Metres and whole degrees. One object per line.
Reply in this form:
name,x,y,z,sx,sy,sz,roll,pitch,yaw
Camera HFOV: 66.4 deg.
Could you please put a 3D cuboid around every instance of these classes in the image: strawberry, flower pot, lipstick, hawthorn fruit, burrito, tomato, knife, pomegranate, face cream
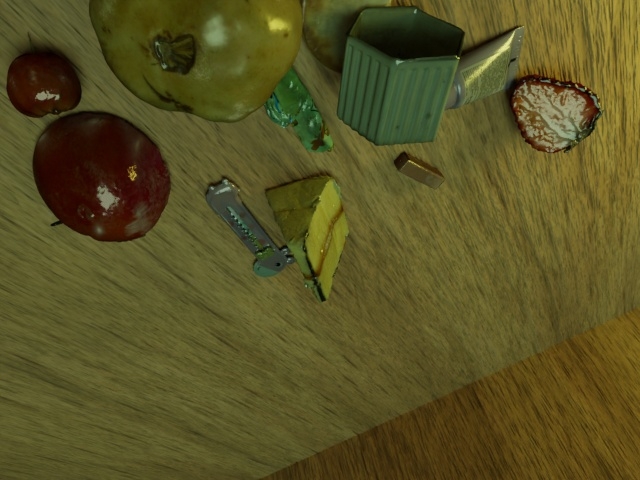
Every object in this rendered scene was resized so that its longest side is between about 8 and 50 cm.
strawberry,0.576,-0.339,1.230,0.236,0.111,0.190,33,131,-14
flower pot,0.152,-0.322,0.959,0.209,0.239,0.189,14,138,8
lipstick,0.266,-0.186,1.312,0.145,0.045,0.045,19,125,-33
hawthorn fruit,-0.507,-0.286,0.893,0.125,0.125,0.140,-7,138,-12
burrito,-0.063,-0.290,1.092,0.104,0.054,0.288,-24,138,10
tomato,-0.465,-0.105,1.057,0.309,0.170,0.309,-10,138,-9
knife,-0.193,-0.017,1.338,0.132,0.038,0.398,-27,136,5
pomegranate,-0.190,-0.359,0.794,0.333,0.332,0.332,-10,137,-9
face cream,0.350,-0.377,1.125,0.274,0.096,0.154,-25,136,-12

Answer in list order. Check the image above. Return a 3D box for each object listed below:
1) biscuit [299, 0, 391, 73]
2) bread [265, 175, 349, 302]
biscuit,0.053,-0.464,0.956,0.205,0.040,0.309,-10,138,-10
bread,0.000,0.000,1.273,0.198,0.236,0.263,-20,137,2
